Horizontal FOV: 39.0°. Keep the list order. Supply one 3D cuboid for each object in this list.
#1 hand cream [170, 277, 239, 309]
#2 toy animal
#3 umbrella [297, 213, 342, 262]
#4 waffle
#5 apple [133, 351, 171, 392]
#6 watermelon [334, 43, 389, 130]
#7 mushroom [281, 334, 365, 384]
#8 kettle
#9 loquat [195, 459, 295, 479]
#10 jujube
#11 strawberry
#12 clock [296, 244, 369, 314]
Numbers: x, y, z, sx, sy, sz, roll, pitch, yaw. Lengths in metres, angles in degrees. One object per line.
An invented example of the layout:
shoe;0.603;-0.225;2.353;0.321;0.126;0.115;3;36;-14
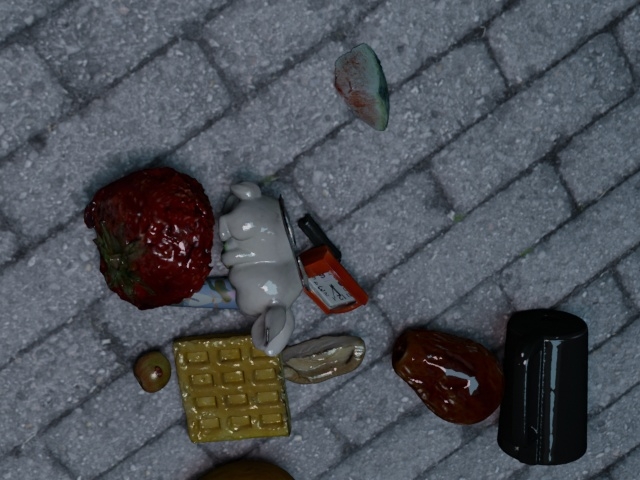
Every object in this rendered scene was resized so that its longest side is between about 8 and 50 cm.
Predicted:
hand cream;-0.218;0.104;1.852;0.256;0.055;0.088;2;102;-23
toy animal;-0.111;0.055;1.766;0.154;0.208;0.325;-15;76;4
umbrella;-0.001;0.001;1.883;0.036;0.031;0.133;-23;118;31
waffle;-0.182;0.306;1.895;0.221;0.055;0.248;-5;110;4
apple;-0.343;0.269;1.852;0.071;0.084;0.084;-28;114;-23
watermelon;0.094;-0.293;1.801;0.094;0.081;0.180;-26;110;22
mushroom;-0.001;0.260;1.948;0.210;0.072;0.094;-17;116;3
kettle;0.481;0.331;2.034;0.262;0.203;0.308;-11;109;-28
loquat;-0.167;0.611;1.927;0.284;0.276;0.276;0;108;-12
jujube;0.280;0.294;1.987;0.255;0.190;0.190;27;99;-13
strawberry;-0.297;-0.012;1.706;0.220;0.274;0.274;-35;120;-43
clock;0.020;0.084;1.886;0.113;0.061;0.155;-17;123;39
